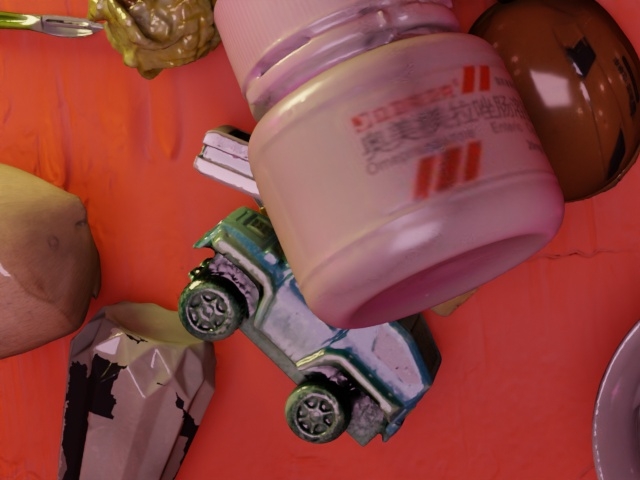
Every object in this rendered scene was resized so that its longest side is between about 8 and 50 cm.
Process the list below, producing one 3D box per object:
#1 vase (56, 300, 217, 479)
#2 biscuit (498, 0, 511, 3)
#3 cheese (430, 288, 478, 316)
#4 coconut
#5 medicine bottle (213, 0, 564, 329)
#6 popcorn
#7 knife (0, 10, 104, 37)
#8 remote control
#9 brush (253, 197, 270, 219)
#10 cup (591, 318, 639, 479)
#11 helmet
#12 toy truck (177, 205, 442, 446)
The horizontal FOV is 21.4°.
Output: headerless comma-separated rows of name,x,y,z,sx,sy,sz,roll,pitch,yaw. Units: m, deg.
vase,-0.223,0.250,1.812,0.165,0.165,0.360,19,107,6
biscuit,0.171,-0.381,1.654,0.296,0.075,0.296,1,95,13
cheese,0.144,0.041,1.764,0.044,0.030,0.083,43,110,-7
coconut,-0.325,0.020,1.761,0.224,0.224,0.224,2,101,10
medicine bottle,0.055,-0.107,1.556,0.256,0.256,0.325,-25,76,14
popcorn,-0.163,-0.238,1.727,0.135,0.162,0.141,27,133,-30
knife,-0.315,-0.232,1.801,0.184,0.026,0.022,7,62,11
remote control,0.012,-0.047,1.725,0.277,0.103,0.055,23,99,2
brush,0.000,0.000,1.793,0.083,0.011,0.205,-29,95,13
cup,0.445,0.174,1.667,0.347,0.163,0.347,2,102,10
helmet,0.225,-0.135,1.667,0.198,0.130,0.224,-16,98,16
toy truck,-0.011,0.083,1.735,0.279,0.155,0.156,45,105,0
